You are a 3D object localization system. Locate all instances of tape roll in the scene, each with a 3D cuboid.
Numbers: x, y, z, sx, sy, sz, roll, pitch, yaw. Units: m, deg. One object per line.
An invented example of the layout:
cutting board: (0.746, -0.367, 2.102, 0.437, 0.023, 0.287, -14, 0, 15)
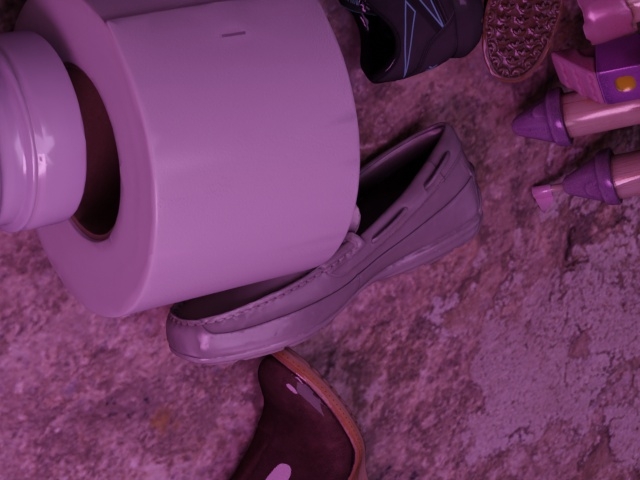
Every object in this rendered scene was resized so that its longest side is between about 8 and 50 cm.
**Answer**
tape roll: (-0.104, -0.079, 1.409, 0.169, 0.246, 0.246, -13, 118, -30)

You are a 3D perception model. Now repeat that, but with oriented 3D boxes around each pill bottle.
pill bottle: (-0.338, -0.048, 1.295, 0.334, 0.188, 0.188, -14, 118, -31)

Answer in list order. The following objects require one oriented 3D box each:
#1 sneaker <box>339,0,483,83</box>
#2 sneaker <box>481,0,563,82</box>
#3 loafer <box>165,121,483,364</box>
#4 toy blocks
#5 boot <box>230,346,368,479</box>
sneaker: (0.057, -0.244, 1.540, 0.106, 0.101, 0.267, -30, 125, -18)
sneaker: (0.174, -0.235, 1.634, 0.064, 0.086, 0.192, 6, 105, 0)
loafer: (0.000, 0.000, 1.615, 0.319, 0.112, 0.111, -31, 121, -30)
toy blocks: (0.283, -0.124, 1.663, 0.260, 0.309, 0.288, -10, 137, 17)
boot: (-0.056, 0.231, 1.686, 0.207, 0.090, 0.248, -37, 131, -19)
